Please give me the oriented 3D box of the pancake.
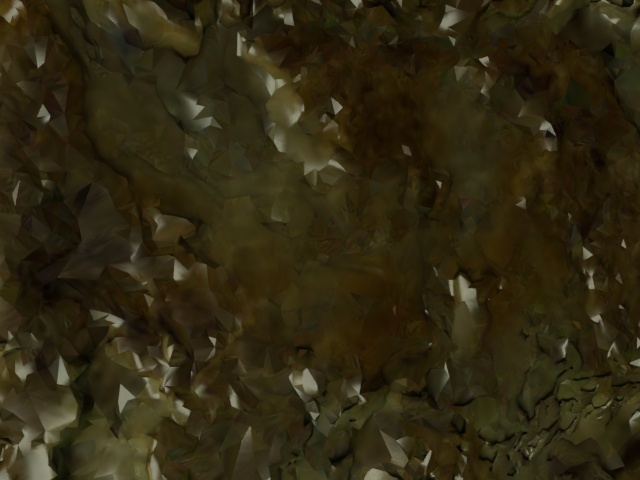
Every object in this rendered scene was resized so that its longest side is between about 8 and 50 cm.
[{"bbox_3d":[0.001,0.000,0.519,0.356,0.065,0.356,-2,95,-25],"label":"pancake"}]
